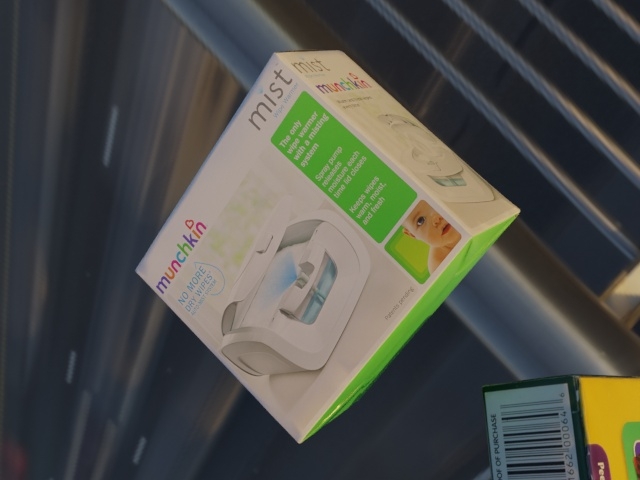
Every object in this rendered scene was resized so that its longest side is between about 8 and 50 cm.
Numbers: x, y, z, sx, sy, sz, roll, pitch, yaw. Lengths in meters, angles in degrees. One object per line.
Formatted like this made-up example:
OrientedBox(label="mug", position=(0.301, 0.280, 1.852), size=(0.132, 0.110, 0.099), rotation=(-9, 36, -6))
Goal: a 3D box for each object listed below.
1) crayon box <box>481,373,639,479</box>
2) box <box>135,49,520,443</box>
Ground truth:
OrientedBox(label="crayon box", position=(0.289, 0.307, 0.862), size=(0.106, 0.313, 0.363), rotation=(-15, 73, 41))
OrientedBox(label="box", position=(0.000, 0.000, 0.865), size=(0.231, 0.126, 0.262), rotation=(45, 118, 14))
